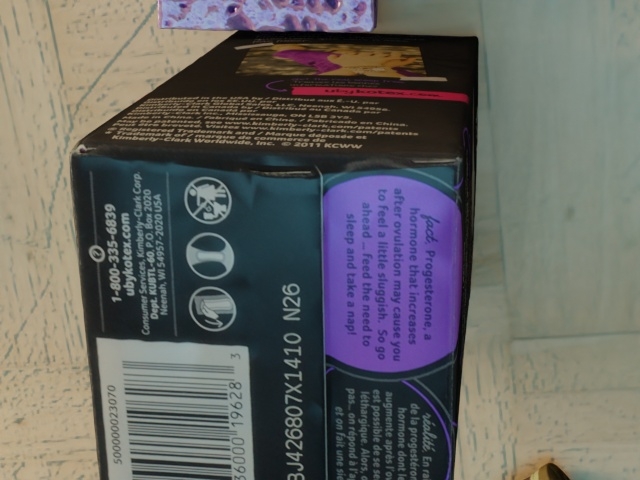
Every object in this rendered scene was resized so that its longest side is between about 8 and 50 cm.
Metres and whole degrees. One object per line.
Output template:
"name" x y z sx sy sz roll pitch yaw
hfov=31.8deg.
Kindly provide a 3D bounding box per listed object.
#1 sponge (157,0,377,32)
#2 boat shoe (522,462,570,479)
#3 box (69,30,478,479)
"sponge" -0.025 -0.214 0.578 0.117 0.031 0.210 3 102 7
"boat shoe" 0.163 0.210 0.699 0.049 0.056 0.152 -30 92 23
"box" 0.000 0.000 0.533 0.143 0.270 0.165 3 109 9
